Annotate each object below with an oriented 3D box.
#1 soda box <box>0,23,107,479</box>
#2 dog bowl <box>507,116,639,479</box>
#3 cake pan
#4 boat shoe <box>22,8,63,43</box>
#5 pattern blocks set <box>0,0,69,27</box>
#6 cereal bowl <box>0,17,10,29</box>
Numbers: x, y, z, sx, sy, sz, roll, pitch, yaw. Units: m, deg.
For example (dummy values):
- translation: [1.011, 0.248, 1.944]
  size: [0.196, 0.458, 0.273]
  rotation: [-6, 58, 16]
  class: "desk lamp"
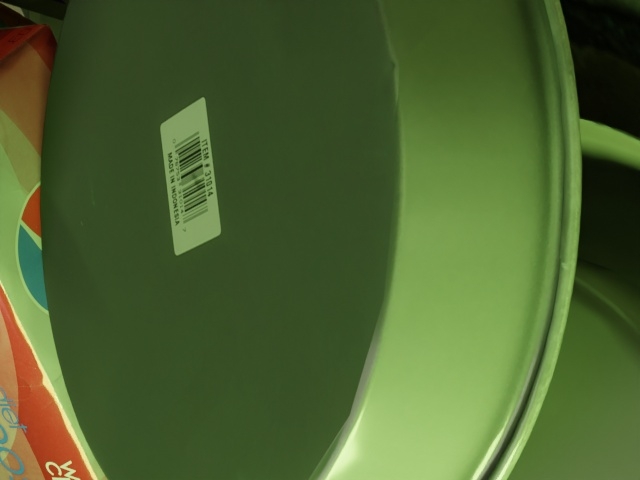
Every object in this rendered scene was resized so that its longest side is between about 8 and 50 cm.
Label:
- translation: [-0.129, 0.039, 0.694]
  size: [0.083, 0.092, 0.263]
  rotation: [-1, 124, 33]
  class: "soda box"
- translation: [0.065, 0.132, 0.557]
  size: [0.102, 0.348, 0.349]
  rotation: [19, -171, -38]
  class: "dog bowl"
- translation: [-0.026, -0.019, 0.542]
  size: [0.293, 0.054, 0.293]
  rotation: [-1, 88, 56]
  class: "cake pan"
- translation: [-0.186, -0.182, 1.036]
  size: [0.063, 0.066, 0.184]
  rotation: [58, 172, 41]
  class: "boat shoe"
- translation: [-0.222, -0.196, 0.899]
  size: [0.325, 0.026, 0.285]
  rotation: [21, 159, -1]
  class: "pattern blocks set"
- translation: [-0.217, -0.045, 0.917]
  size: [0.339, 0.141, 0.339]
  rotation: [53, -179, -1]
  class: "cereal bowl"
